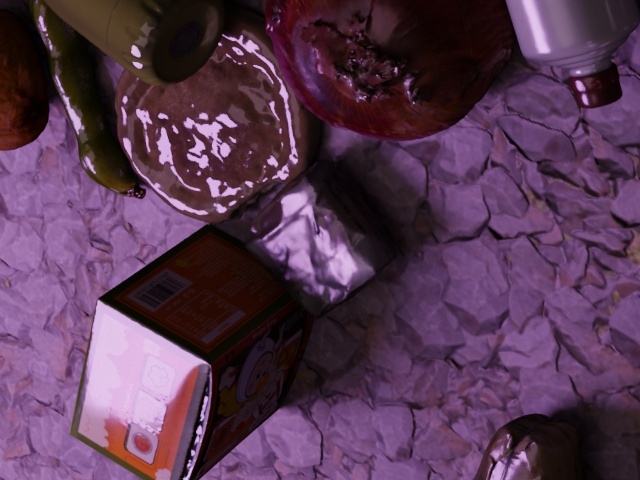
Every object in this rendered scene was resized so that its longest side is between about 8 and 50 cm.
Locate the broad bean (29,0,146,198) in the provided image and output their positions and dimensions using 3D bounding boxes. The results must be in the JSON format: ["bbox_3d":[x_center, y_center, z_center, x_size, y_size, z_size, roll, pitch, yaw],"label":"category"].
[{"bbox_3d":[-0.242,-0.153,1.890,0.053,0.052,0.256,-11,109,25],"label":"broad bean"}]

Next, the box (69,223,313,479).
[{"bbox_3d":[-0.125,0.119,1.858,0.148,0.195,0.177,28,124,18],"label":"box"}]

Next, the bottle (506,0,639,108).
[{"bbox_3d":[0.198,-0.227,1.538,0.104,0.104,0.245,-10,107,36],"label":"bottle"}]

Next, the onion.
[{"bbox_3d":[0.048,-0.177,1.621,0.230,0.163,0.230,17,134,19],"label":"onion"}]

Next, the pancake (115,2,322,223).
[{"bbox_3d":[-0.107,-0.122,1.824,0.236,0.042,0.222,-7,109,34],"label":"pancake"}]

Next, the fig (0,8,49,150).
[{"bbox_3d":[-0.372,-0.143,1.875,0.134,0.201,0.146,-11,103,57],"label":"fig"}]

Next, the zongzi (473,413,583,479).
[{"bbox_3d":[0.154,0.269,1.822,0.256,0.115,0.228,4,112,43],"label":"zongzi"}]

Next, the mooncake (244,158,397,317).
[{"bbox_3d":[0.000,0.000,1.797,0.130,0.073,0.125,-39,86,38],"label":"mooncake"}]

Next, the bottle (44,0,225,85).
[{"bbox_3d":[-0.210,-0.252,1.772,0.260,0.112,0.112,38,129,29],"label":"bottle"}]
